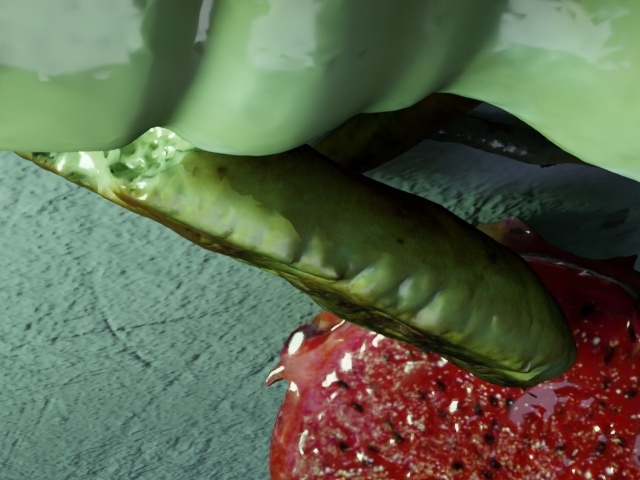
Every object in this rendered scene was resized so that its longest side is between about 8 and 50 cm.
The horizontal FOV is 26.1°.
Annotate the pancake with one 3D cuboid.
[{"bbox_3d":[0.003,0.001,0.743,0.304,0.067,0.426,23,178,41],"label":"pancake"}]

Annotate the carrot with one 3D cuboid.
[{"bbox_3d":[0.049,-0.074,0.792,0.042,0.042,0.170,10,151,-38],"label":"carrot"}]

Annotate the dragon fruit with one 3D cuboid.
[{"bbox_3d":[0.149,0.169,1.046,0.371,0.386,0.249,-54,176,13],"label":"dragon fruit"}]

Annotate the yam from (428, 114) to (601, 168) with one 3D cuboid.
[{"bbox_3d":[0.152,-0.060,0.880,0.234,0.027,0.029,4,178,-28],"label":"yam"}]

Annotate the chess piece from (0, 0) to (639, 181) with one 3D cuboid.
[{"bbox_3d":[0.076,-0.115,0.510,0.442,0.234,0.234,4,153,-18],"label":"chess piece"}]
